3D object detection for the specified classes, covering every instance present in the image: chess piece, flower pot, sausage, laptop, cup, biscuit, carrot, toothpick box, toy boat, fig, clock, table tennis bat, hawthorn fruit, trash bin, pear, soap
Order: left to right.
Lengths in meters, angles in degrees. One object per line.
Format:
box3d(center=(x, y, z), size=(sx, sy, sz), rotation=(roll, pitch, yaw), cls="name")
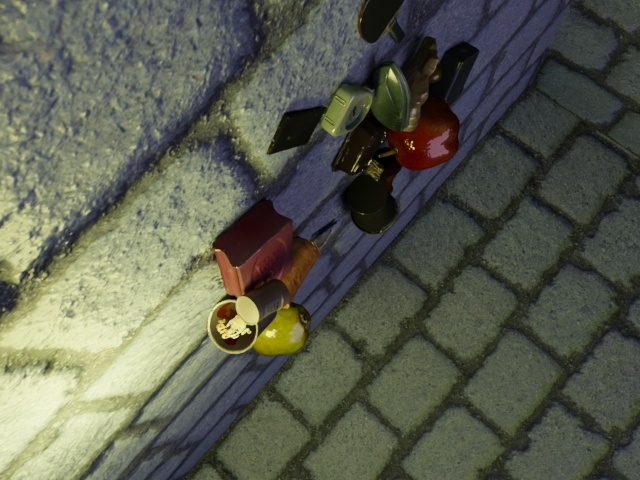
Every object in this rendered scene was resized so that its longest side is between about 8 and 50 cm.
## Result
box3d(center=(-0.277, 0.293, 1.933), size=(0.203, 0.203, 0.288), rotation=(-53, 170, 14), cls="cup")
box3d(center=(-0.207, 0.054, 1.623), size=(0.233, 0.128, 0.359), rotation=(-43, 162, -22), cls="soap")
box3d(center=(-0.179, 0.190, 1.597), size=(0.149, 0.098, 0.098), rotation=(-26, 153, -48), cls="toothpick box")
box3d(center=(-0.189, 0.400, 2.299), size=(0.321, 0.269, 0.269), rotation=(-37, 174, 34), cls="pear")
box3d(center=(-0.137, 0.106, 1.899), size=(0.254, 0.196, 0.196), rotation=(-59, 169, -22), cls="carrot")
box3d(center=(-0.063, -0.298, 1.386), size=(0.197, 0.016, 0.135), rotation=(-30, 157, -52), cls="laptop")
box3d(center=(0.091, -0.392, 1.506), size=(0.191, 0.062, 0.151), rotation=(-30, 155, -53), cls="clock")
box3d(center=(0.150, -0.330, 1.788), size=(0.179, 0.084, 0.251), rotation=(-31, 156, -52), cls="flower pot")
box3d(center=(0.230, -0.144, 2.231), size=(0.214, 0.214, 0.334), rotation=(-49, 162, -3), cls="trash bin")
box3d(center=(0.253, -0.314, 2.074), size=(0.252, 0.106, 0.070), rotation=(-28, 153, -55), cls="biscuit")
box3d(center=(0.306, -0.287, 2.350), size=(0.103, 0.076, 0.302), rotation=(-39, 164, -13), cls="sausage")
box3d(center=(0.178, -0.592, 1.345), size=(0.173, 0.022, 0.301), rotation=(-54, 163, 14), cls="table tennis bat")
box3d(center=(0.221, -0.453, 1.574), size=(0.092, 0.141, 0.319), rotation=(-47, 165, -6), cls="toy boat")
box3d(center=(0.317, -0.525, 1.713), size=(0.137, 0.137, 0.301), rotation=(-36, 157, -41), cls="chess piece")
box3d(center=(0.368, -0.395, 1.970), size=(0.330, 0.287, 0.287), rotation=(-28, 161, -8), cls="hawthorn fruit")
box3d(center=(0.397, -0.606, 1.850), size=(0.088, 0.074, 0.074), rotation=(-28, 159, -16), cls="fig")
box3d(center=(0.527, -0.657, 2.047), size=(0.177, 0.101, 0.236), rotation=(-37, 159, -35), cls="trash bin")

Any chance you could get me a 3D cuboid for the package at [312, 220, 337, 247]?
box3d(center=(0.000, 0.000, 2.273), size=(0.171, 0.027, 0.173), rotation=(-36, 163, -42), cls="package")
